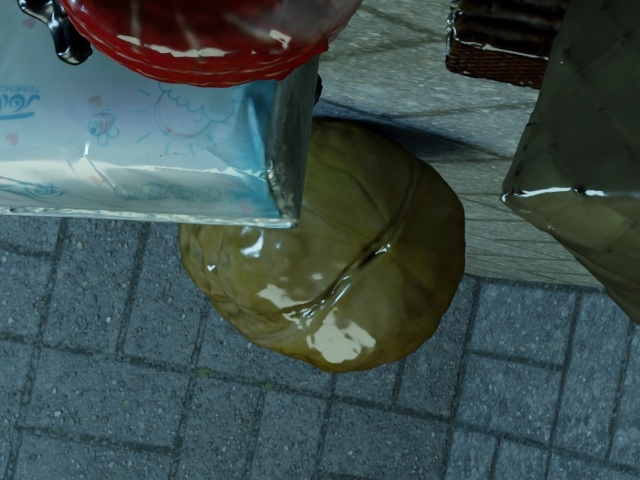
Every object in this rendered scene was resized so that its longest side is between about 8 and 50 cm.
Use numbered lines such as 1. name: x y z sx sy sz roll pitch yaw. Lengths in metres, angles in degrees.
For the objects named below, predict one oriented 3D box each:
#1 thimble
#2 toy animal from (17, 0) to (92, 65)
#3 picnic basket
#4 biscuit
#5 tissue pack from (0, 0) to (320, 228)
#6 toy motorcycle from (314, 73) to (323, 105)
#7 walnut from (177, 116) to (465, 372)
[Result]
1. thimble: -0.059 -0.166 0.716 0.190 0.163 0.125 12 177 -3
2. toy animal: -0.114 -0.216 0.919 0.210 0.121 0.117 -15 113 42
3. picnic basket: 0.296 -0.043 0.753 0.291 0.254 0.321 6 162 46
4. biscuit: 0.213 -0.139 0.951 0.252 0.070 0.106 11 176 2
5. tissue pack: -0.142 -0.119 1.059 0.271 0.201 0.124 2 151 11
6. toy motorcycle: -0.147 -0.168 1.286 0.307 0.108 0.173 5 167 37
7. walnut: 0.000 0.000 1.741 0.354 0.308 0.398 50 159 -21
